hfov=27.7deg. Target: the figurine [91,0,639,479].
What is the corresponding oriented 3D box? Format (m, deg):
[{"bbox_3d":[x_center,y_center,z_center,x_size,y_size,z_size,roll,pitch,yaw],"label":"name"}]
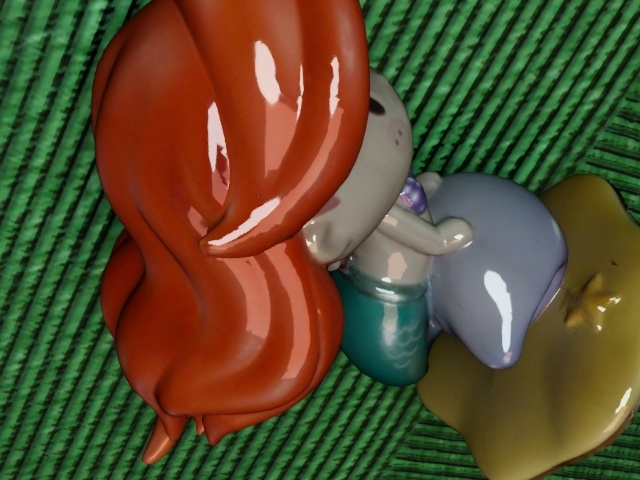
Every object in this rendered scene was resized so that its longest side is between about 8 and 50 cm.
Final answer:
[{"bbox_3d":[0.004,0.002,0.564,0.257,0.181,0.208,29,143,-29],"label":"figurine"}]
